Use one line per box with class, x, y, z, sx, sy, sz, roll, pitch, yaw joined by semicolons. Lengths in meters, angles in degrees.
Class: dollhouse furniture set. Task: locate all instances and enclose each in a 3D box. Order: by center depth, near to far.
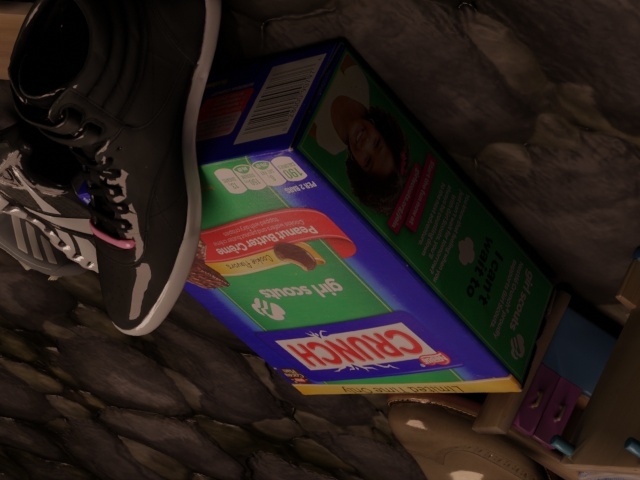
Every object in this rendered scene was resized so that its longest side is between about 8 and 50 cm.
dollhouse furniture set;0.272;0.175;1.178;0.198;0.286;0.303;33;162;-14

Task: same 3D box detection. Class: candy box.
candy box;0.000;0.000;1.267;0.268;0.122;0.317;-8;138;45

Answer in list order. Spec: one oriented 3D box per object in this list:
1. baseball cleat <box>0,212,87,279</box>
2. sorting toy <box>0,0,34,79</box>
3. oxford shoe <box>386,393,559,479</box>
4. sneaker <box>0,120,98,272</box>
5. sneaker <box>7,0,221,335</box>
baseball cleat;-0.290;-0.028;1.497;0.109;0.072;0.206;-42;138;25
sorting toy;-0.286;-0.177;1.210;0.274;0.046;0.132;1;164;-19
oxford shoe;0.181;0.277;1.578;0.123;0.130;0.348;-11;136;47
sneaker;-0.222;-0.040;1.414;0.234;0.078;0.106;33;135;-33
sneaker;-0.165;-0.064;1.105;0.104;0.147;0.296;23;112;39
